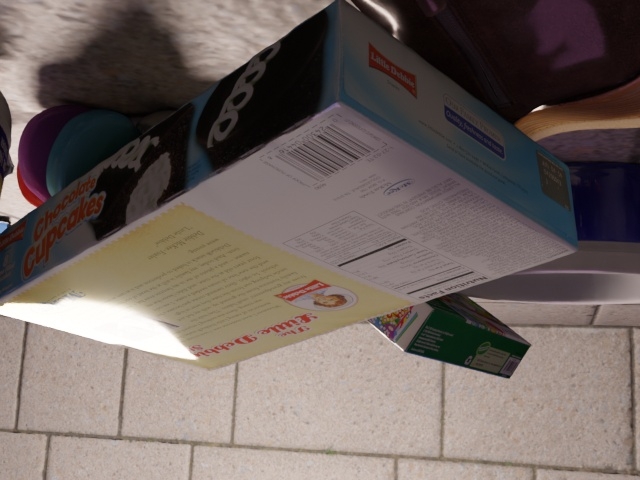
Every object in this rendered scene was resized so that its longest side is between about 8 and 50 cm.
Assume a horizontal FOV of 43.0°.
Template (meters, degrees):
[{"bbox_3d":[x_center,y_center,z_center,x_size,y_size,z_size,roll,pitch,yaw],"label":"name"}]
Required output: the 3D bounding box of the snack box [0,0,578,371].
[{"bbox_3d":[-0.040,0.001,0.483,0.321,0.060,0.187,-23,145,39],"label":"snack box"}]

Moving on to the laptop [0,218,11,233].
[{"bbox_3d":[-0.698,0.081,1.203,0.236,0.408,0.382,40,159,-12],"label":"laptop"}]

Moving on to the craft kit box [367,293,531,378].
[{"bbox_3d":[0.084,0.050,0.906,0.246,0.061,0.249,36,-172,37],"label":"craft kit box"}]

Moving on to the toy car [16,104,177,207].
[{"bbox_3d":[-0.183,-0.048,0.665,0.136,0.159,0.182,43,158,-12],"label":"toy car"}]

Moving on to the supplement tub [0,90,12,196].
[{"bbox_3d":[-0.339,0.038,0.501,0.240,0.332,0.241,2,161,1],"label":"supplement tub"}]

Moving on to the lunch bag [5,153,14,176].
[{"bbox_3d":[-0.316,-0.079,0.704,0.071,0.053,0.083,-1,159,8],"label":"lunch bag"}]

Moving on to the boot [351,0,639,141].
[{"bbox_3d":[0.057,-0.111,0.433,0.248,0.090,0.206,-6,154,45],"label":"boot"}]

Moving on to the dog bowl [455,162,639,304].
[{"bbox_3d":[0.264,0.002,0.857,0.264,0.104,0.265,2,170,0],"label":"dog bowl"}]
